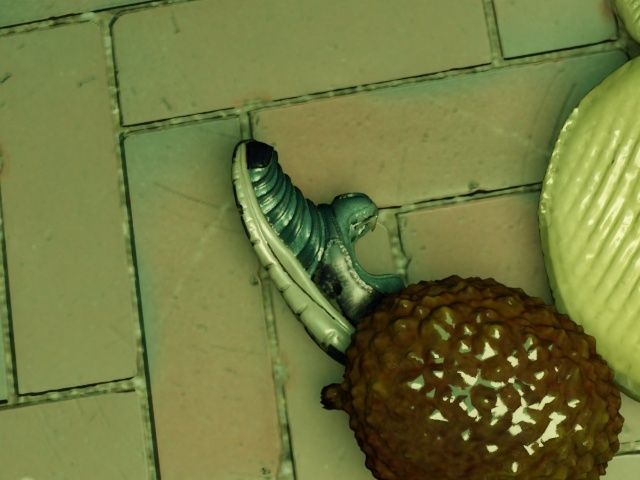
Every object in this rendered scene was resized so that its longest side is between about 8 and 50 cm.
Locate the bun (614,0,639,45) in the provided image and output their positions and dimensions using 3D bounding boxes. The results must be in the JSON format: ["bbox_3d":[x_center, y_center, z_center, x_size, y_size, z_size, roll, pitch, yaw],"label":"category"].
[{"bbox_3d":[0.327,-0.210,1.293,0.183,0.102,0.183,-22,52,31],"label":"bun"}]

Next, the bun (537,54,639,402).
[{"bbox_3d":[0.305,-0.013,1.214,0.287,0.146,0.287,0,91,36],"label":"bun"}]

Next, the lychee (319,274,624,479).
[{"bbox_3d":[0.108,0.120,1.194,0.238,0.200,0.200,-1,74,32],"label":"lychee"}]

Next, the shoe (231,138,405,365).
[{"bbox_3d":[0.000,0.000,1.293,0.106,0.091,0.207,-36,80,-5],"label":"shoe"}]
